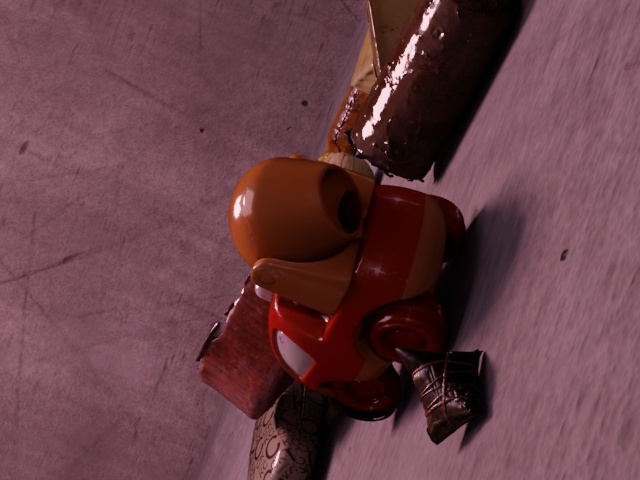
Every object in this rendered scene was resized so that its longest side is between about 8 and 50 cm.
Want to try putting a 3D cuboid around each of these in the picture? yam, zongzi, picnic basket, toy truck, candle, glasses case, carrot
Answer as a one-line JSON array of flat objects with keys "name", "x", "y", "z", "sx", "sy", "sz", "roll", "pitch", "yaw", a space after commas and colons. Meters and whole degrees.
[{"name": "yam", "x": 0.135, "y": -0.199, "z": 1.393, "sx": 0.131, "sy": 0.131, "sz": 0.280, "roll": -77, "pitch": 13, "yaw": -52}, {"name": "zongzi", "x": 0.111, "y": 0.112, "z": 0.939, "sx": 0.083, "sy": 0.073, "sz": 0.067, "roll": 63, "pitch": 149, "yaw": 23}, {"name": "picnic basket", "x": 0.122, "y": -0.283, "z": 1.545, "sx": 0.079, "sy": 0.115, "sz": 0.164, "roll": 62, "pitch": -159, "yaw": -88}, {"name": "toy truck", "x": 0.008, "y": 0.034, "z": 1.160, "sx": 0.265, "sy": 0.239, "sz": 0.189, "roll": 117, "pitch": 171, "yaw": -50}, {"name": "candle", "x": -0.012, "y": 0.068, "z": 1.484, "sx": 0.317, "sy": 0.131, "sz": 0.287, "roll": -49, "pitch": -13, "yaw": -35}, {"name": "glasses case", "x": -0.045, "y": 0.259, "z": 1.599, "sx": 0.355, "sy": 0.085, "sz": 0.137, "roll": -86, "pitch": 18, "yaw": -68}, {"name": "carrot", "x": 0.082, "y": -0.278, "z": 2.358, "sx": 0.070, "sy": 0.070, "sz": 0.260, "roll": -80, "pitch": 15, "yaw": -59}]

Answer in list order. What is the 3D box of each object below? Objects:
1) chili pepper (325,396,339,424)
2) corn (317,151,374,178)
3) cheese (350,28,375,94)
[{"name": "chili pepper", "x": 0.046, "y": 0.133, "z": 1.466, "sx": 0.049, "sy": 0.043, "sz": 0.208, "roll": 41, "pitch": 118, "yaw": 57}, {"name": "corn", "x": 0.004, "y": 0.001, "z": 1.939, "sx": 0.123, "sy": 0.122, "sz": 0.305, "roll": 19, "pitch": 91, "yaw": 56}, {"name": "cheese", "x": 0.151, "y": -0.345, "z": 1.708, "sx": 0.242, "sy": 0.123, "sz": 0.266, "roll": -167, "pitch": 98, "yaw": -80}]
